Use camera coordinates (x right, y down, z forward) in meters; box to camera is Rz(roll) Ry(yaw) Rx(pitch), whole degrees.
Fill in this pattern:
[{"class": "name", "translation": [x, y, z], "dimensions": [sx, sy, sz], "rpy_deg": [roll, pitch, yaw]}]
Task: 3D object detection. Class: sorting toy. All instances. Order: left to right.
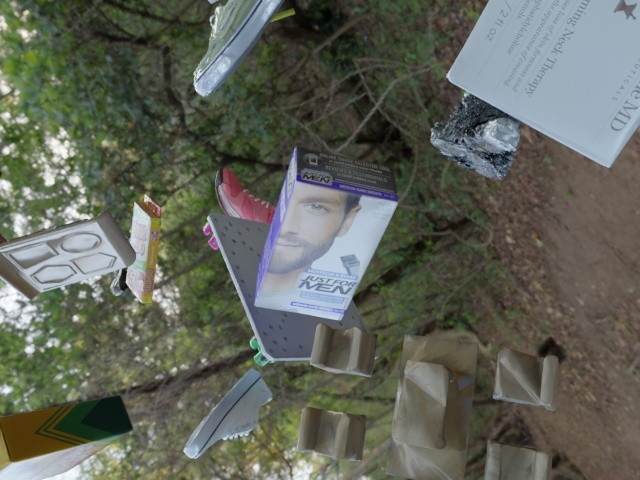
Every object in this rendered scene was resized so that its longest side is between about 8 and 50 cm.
[{"class": "sorting toy", "translation": [-0.443, 0.023, 1.110], "dimensions": [0.193, 0.208, 0.038], "rpy_deg": [89, 158, -65]}]

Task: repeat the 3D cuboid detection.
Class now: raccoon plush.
[{"class": "raccoon plush", "translation": [0.471, -0.327, 1.600], "dimensions": [0.216, 0.299, 0.446], "rpy_deg": [31, 179, -15]}]

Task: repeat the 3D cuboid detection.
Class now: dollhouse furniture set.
[{"class": "dollhouse furniture set", "translation": [0.171, 0.356, 1.011], "dimensions": [0.362, 0.394, 0.256], "rpy_deg": [4, 164, 23]}]

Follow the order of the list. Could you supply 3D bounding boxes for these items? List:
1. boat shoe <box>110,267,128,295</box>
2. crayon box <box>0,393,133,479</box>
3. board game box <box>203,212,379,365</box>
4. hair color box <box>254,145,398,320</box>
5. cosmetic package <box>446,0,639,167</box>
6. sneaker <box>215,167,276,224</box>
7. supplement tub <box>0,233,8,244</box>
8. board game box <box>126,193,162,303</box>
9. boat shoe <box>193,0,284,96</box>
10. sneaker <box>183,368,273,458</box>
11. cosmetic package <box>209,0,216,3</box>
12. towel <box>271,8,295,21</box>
[{"class": "boat shoe", "translation": [-0.566, 0.094, 1.891], "dimensions": [0.056, 0.049, 0.152], "rpy_deg": [41, -130, -39]}, {"class": "crayon box", "translation": [-0.518, 0.370, 1.125], "dimensions": [0.318, 0.202, 0.081], "rpy_deg": [8, -129, -61]}, {"class": "board game box", "translation": [-0.069, 0.123, 1.530], "dimensions": [0.390, 0.050, 0.390], "rpy_deg": [11, -136, -48]}, {"class": "hair color box", "translation": [0.000, 0.000, 1.205], "dimensions": [0.110, 0.185, 0.339], "rpy_deg": [-91, 16, -46]}, {"class": "cosmetic package", "translation": [0.550, -0.424, 1.420], "dimensions": [0.393, 0.329, 0.327], "rpy_deg": [31, -154, 8]}, {"class": "sneaker", "translation": [-0.166, -0.070, 1.718], "dimensions": [0.314, 0.136, 0.116], "rpy_deg": [61, -171, 4]}, {"class": "supplement tub", "translation": [-0.749, 0.062, 1.334], "dimensions": [0.106, 0.198, 0.106], "rpy_deg": [16, 144, 12]}, {"class": "board game box", "translation": [-0.456, 0.020, 1.654], "dimensions": [0.039, 0.259, 0.124], "rpy_deg": [0, -157, -37]}, {"class": "boat shoe", "translation": [-0.161, -0.417, 1.234], "dimensions": [0.094, 0.302, 0.109], "rpy_deg": [37, -169, -9]}, {"class": "sneaker", "translation": [-0.177, 0.365, 1.323], "dimensions": [0.091, 0.094, 0.258], "rpy_deg": [43, -142, 3]}, {"class": "cosmetic package", "translation": [-0.243, -0.696, 1.397], "dimensions": [0.156, 0.217, 0.385], "rpy_deg": [66, -169, 6]}, {"class": "towel", "translation": [-0.187, -0.633, 1.886], "dimensions": [0.102, 0.237, 0.021], "rpy_deg": [-98, -11, -65]}]
